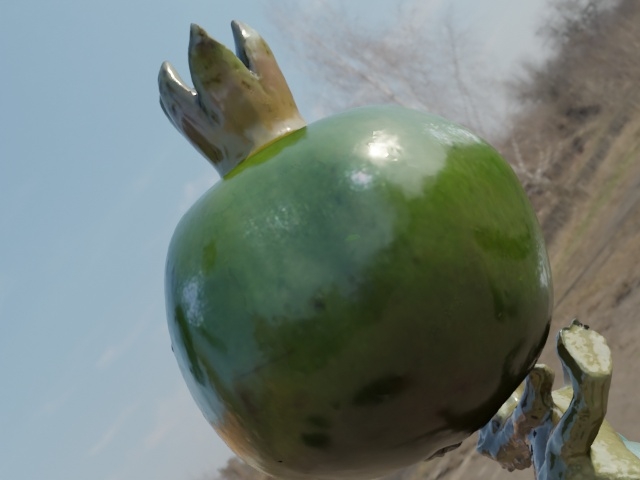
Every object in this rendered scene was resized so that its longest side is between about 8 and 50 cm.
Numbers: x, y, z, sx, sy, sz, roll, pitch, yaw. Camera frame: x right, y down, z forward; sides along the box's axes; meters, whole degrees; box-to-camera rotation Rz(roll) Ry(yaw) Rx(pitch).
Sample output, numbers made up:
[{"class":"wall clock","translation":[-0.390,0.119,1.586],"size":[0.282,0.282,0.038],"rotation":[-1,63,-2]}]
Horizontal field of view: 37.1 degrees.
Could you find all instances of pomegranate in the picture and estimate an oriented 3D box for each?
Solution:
[{"class":"pomegranate","translation":[0.000,0.000,0.446],"size":[0.187,0.225,0.187],"rotation":[-31,-9,-5]}]

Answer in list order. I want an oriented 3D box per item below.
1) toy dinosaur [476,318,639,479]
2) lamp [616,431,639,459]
[{"class":"toy dinosaur","translation":[0.136,0.148,0.482],"size":[0.072,0.251,0.199],"rotation":[-1,-41,-20]},{"class":"lamp","translation":[0.324,0.305,0.894],"size":[0.209,0.284,0.147],"rotation":[-5,-25,-47]}]
